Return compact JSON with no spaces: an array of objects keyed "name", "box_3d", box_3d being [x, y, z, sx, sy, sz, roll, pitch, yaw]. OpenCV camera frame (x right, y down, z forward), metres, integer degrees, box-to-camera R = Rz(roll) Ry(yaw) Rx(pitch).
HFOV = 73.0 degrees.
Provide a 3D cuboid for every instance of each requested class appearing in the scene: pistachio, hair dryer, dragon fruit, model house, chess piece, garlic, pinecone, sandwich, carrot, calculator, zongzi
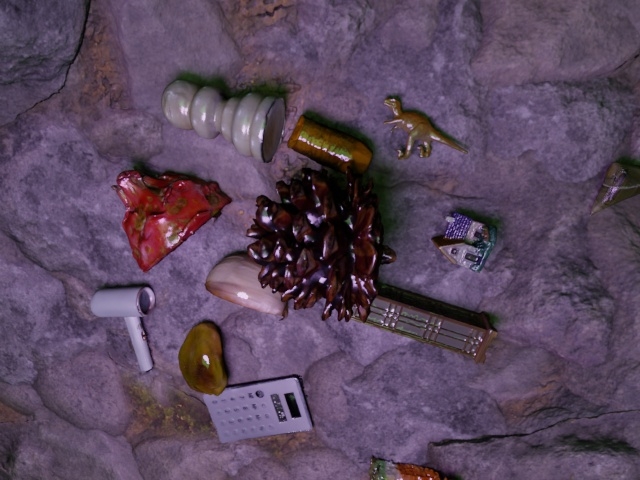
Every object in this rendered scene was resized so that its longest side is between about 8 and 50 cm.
[{"name":"pistachio","box_3d":[-0.282,0.292,1.032,0.110,0.100,0.189,-3,106,4]},{"name":"hair dryer","box_3d":[-0.461,0.223,1.065,0.131,0.073,0.236,-4,114,10]},{"name":"dragon fruit","box_3d":[-0.362,-0.062,0.931,0.262,0.134,0.211,-41,93,15]},{"name":"model house","box_3d":[0.290,-0.002,0.884,0.100,0.088,0.101,21,103,0]},{"name":"chess piece","box_3d":[-0.203,-0.251,0.868,0.243,0.133,0.133,17,107,7]},{"name":"garlic","box_3d":[-0.152,0.106,0.959,0.206,0.115,0.128,29,100,-4]},{"name":"pinecone","box_3d":[-0.006,-0.001,0.822,0.295,0.242,0.298,7,88,28]},{"name":"sandwich","box_3d":[0.247,0.675,1.062,0.212,0.109,0.292,-12,103,11]},{"name":"carrot","box_3d":[0.019,-0.188,0.873,0.173,0.082,0.082,22,107,-3]},{"name":"calculator","box_3d":[-0.154,0.428,1.094,0.261,0.021,0.161,-13,103,11]},{"name":"zongzi","box_3d":[0.598,-0.092,0.844,0.104,0.052,0.113,8,119,-1]}]

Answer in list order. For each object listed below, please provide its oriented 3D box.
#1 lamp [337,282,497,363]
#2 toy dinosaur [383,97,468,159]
[{"name":"lamp","box_3d":[0.204,0.165,0.941,0.325,0.090,0.089,18,107,3]},{"name":"toy dinosaur","box_3d":[0.207,-0.227,0.861,0.162,0.039,0.126,-6,103,8]}]
